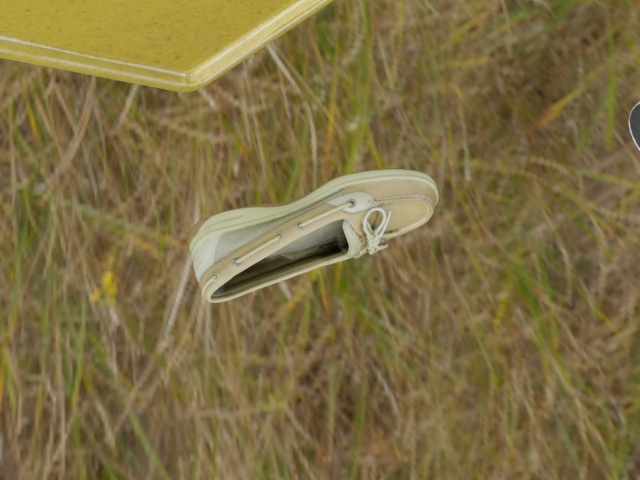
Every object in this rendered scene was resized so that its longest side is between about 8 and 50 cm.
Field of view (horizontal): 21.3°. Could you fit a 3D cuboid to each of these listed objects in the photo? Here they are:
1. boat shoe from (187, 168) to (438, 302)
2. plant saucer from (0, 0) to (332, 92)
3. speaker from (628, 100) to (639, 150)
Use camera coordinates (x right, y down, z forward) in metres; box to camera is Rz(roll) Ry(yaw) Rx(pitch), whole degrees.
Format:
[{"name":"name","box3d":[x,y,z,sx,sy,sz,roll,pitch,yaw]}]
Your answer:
[{"name":"boat shoe","box3d":[-0.001,-0.001,1.010,0.153,0.048,0.056,-12,144,-8]},{"name":"plant saucer","box3d":[-0.081,-0.182,0.952,0.333,0.081,0.333,-29,159,34]},{"name":"speaker","box3d":[0.238,-0.096,0.992,0.136,0.055,0.055,-42,122,-29]}]
